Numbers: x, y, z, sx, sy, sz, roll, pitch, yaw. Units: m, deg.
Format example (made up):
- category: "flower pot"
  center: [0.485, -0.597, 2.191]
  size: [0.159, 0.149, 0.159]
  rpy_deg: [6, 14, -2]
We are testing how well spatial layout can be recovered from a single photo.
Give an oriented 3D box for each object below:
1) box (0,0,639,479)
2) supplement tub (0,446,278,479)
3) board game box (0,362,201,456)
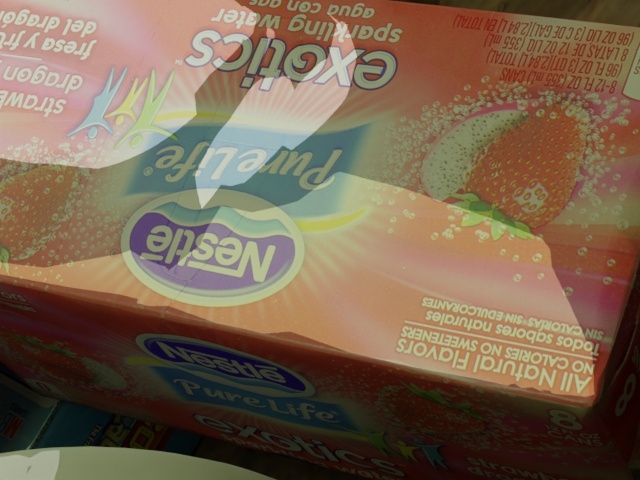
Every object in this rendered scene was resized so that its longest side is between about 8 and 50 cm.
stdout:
- category: "box"
  center: [0.000, 0.000, 0.643]
  size: [0.300, 0.154, 0.142]
  rpy_deg: [11, 67, 26]
- category: "supplement tub"
  center: [-0.077, 0.250, 0.530]
  size: [0.228, 0.228, 0.316]
  rpy_deg: [-22, 47, 30]
- category: "board game box"
  center: [-0.228, 0.133, 0.872]
  size: [0.308, 0.086, 0.302]
  rpy_deg: [19, 75, 49]
